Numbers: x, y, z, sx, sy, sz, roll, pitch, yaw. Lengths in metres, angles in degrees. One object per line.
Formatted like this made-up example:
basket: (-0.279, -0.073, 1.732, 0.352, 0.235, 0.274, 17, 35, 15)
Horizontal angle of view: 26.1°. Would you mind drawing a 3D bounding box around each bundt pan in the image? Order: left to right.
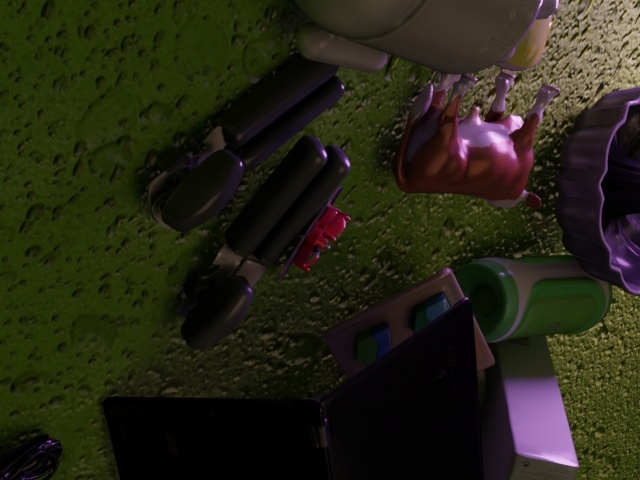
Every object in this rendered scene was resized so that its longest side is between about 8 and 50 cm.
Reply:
bundt pan: (0.466, -0.080, 2.068, 0.331, 0.124, 0.330, -9, 103, -41)

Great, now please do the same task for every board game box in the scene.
board game box: (0.000, 0.000, 1.645, 0.133, 0.033, 0.169, -56, 178, 4)

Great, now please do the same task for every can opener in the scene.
can opener: (-0.069, -0.103, 1.511, 0.283, 0.095, 0.076, -40, 141, -22)
can opener: (-0.063, 0.007, 1.573, 0.074, 0.093, 0.280, 19, 115, -42)

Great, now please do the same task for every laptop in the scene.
laptop: (-0.013, 0.290, 1.731, 0.236, 0.408, 0.382, -71, 157, -58)

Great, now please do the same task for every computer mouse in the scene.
computer mouse: (-0.371, 0.348, 1.517, 0.188, 0.072, 0.272, -35, 141, -59)

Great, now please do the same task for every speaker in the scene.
speaker: (0.317, 0.085, 2.069, 0.297, 0.131, 0.131, -1, 116, -48)

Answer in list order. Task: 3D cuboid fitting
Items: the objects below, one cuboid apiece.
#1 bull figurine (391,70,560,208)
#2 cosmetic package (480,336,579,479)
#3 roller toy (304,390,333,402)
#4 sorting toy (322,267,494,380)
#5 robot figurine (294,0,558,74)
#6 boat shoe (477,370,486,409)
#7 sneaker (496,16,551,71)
bull figurine: (0.214, -0.127, 1.818, 0.310, 0.101, 0.188, -3, 115, -50)
cosmetic package: (0.273, 0.333, 2.036, 0.377, 0.097, 0.284, -86, -169, -65)
roller toy: (0.023, 0.307, 1.861, 0.209, 0.146, 0.191, 15, 110, -32)
sorting toy: (0.126, 0.152, 1.884, 0.193, 0.038, 0.208, -28, 128, 2)
robot figurine: (0.100, -0.294, 1.462, 0.353, 0.199, 0.300, 10, 129, -44)
boat shoe: (0.166, 0.251, 2.039, 0.098, 0.109, 0.302, -30, 141, -34)
sneaker: (0.243, -0.350, 1.644, 0.145, 0.147, 0.384, -40, 141, -25)
